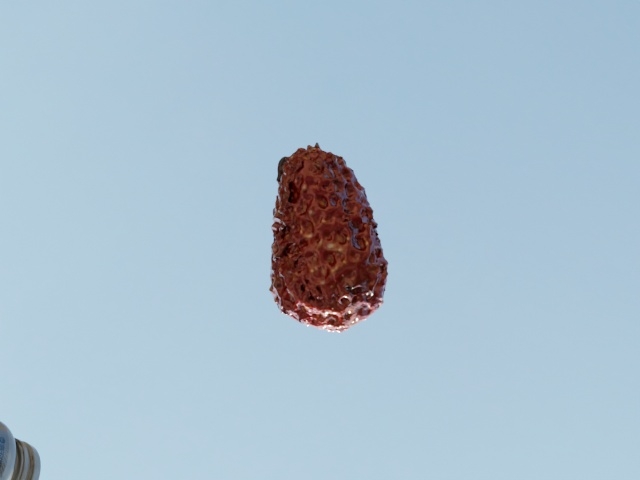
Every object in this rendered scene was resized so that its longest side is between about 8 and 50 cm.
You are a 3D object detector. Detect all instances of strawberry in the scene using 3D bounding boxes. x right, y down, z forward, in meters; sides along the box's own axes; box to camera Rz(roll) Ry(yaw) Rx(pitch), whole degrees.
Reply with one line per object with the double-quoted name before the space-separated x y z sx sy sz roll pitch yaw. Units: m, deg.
"strawberry" 0.000 0.000 1.465 0.121 0.082 0.188 -13 -85 -3

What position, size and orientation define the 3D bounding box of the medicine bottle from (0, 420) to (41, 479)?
"medicine bottle" -0.398 0.229 1.590 0.107 0.191 0.107 -23 -127 35
